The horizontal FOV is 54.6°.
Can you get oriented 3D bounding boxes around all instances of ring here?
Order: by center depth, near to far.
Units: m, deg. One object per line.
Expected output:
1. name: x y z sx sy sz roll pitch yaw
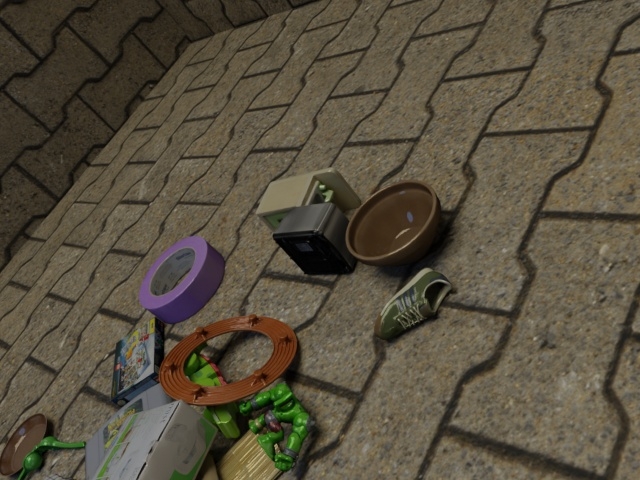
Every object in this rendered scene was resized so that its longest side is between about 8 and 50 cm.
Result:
1. ring: -0.221 0.268 1.473 0.336 0.032 0.336 -9 26 4

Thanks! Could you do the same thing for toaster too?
1. toaster: 0.000 0.000 1.557 0.185 0.168 0.110 -5 48 42

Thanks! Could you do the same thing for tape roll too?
1. tape roll: -0.429 0.119 1.920 0.275 0.090 0.275 -26 37 22

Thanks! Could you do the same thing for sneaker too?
1. sneaker: 0.199 0.140 1.302 0.192 0.064 0.086 -47 30 -12

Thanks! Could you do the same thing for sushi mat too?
1. sushi mat: -0.207 0.537 1.315 0.316 0.019 0.151 -45 33 -4

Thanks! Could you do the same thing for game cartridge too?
1. game cartridge: -0.490 0.507 1.596 0.294 0.060 0.196 -40 31 3

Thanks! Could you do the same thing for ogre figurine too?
1. ogre figurine: -0.084 0.375 1.290 0.118 0.097 0.197 -41 23 -6

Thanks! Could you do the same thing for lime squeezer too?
1. lime squeezer: -0.793 0.634 1.770 0.310 0.059 0.110 -38 66 4

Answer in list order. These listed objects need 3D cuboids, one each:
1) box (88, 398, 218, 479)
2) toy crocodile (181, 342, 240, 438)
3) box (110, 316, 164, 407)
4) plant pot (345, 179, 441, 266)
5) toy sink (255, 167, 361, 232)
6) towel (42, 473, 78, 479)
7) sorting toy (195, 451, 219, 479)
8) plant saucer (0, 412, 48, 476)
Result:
1. box: -0.378 0.495 1.325 0.231 0.127 0.262 -25 28 37
2. toy crocodile: -0.269 0.349 1.494 0.105 0.115 0.340 -32 32 -16
3. box: -0.531 0.350 1.809 0.159 0.044 0.233 -34 35 12
4. plant pot: 0.185 -0.020 1.450 0.237 0.110 0.237 -25 38 22
5. toy sink: -0.032 -0.084 1.696 0.234 0.153 0.131 -8 47 38
6. towel: -0.588 0.704 1.407 0.235 0.121 0.284 6 66 38
7. sorting toy: -0.287 0.584 1.256 0.229 0.041 0.307 -41 21 -6
8. plant saucer: -0.888 0.622 1.875 0.198 0.036 0.198 -26 38 23
